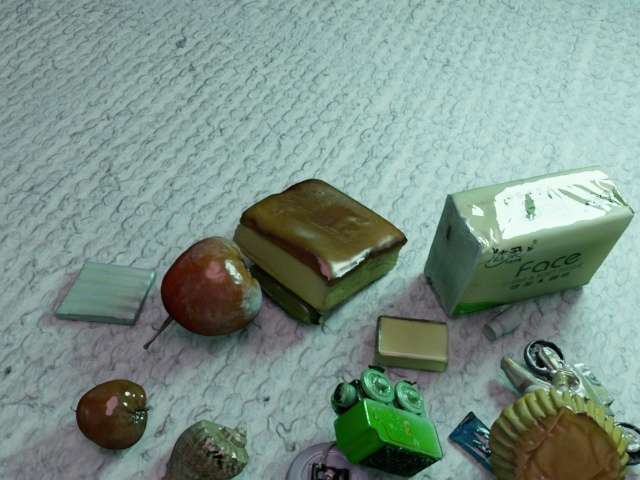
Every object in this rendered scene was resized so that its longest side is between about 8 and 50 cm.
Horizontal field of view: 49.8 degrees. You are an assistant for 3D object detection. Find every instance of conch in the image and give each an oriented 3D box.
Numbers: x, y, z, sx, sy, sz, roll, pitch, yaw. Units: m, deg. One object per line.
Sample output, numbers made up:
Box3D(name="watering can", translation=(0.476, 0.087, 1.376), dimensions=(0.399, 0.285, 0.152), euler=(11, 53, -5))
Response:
Box3D(name="conch", translation=(-0.243, 0.449, 1.442), dimensions=(0.207, 0.130, 0.155), euler=(-37, 23, -4))

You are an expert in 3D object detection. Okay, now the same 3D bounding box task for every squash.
Box3D(name="squash", translation=(-0.086, 0.139, 1.717), dimensions=(0.252, 0.066, 0.066), euler=(38, 58, 26))

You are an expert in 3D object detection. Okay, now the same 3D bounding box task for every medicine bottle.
Box3D(name="medicine bottle", translation=(0.447, 0.206, 1.693), dimensions=(0.089, 0.052, 0.052), euler=(-27, 56, -23))

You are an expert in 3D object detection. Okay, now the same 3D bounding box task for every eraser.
Box3D(name="eraser", translation=(0.216, 0.245, 1.645), dimensions=(0.172, 0.058, 0.117), euler=(6, 49, 2))

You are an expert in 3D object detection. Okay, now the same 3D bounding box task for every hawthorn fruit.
Box3D(name="hawthorn fruit", translation=(-0.267, 0.106, 1.629), dimensions=(0.263, 0.231, 0.235), euler=(6, 38, -4))
Box3D(name="hawthorn fruit", translation=(-0.452, 0.378, 1.456), dimensions=(0.189, 0.149, 0.149), euler=(-25, 52, 6))

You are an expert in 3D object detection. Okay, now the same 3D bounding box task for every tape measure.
Box3D(name="tape measure", translation=(0.017, 0.500, 1.386), dimensions=(0.179, 0.105, 0.196), euler=(-2, 51, -3))

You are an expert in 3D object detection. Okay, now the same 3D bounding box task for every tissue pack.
Box3D(name="tissue pack", translation=(0.494, 0.007, 1.686), dimensions=(0.405, 0.331, 0.205), euler=(-13, 55, -14))
Box3D(name="tissue pack", translation=(0.358, 0.443, 1.503), dimensions=(0.085, 0.027, 0.138), euler=(-36, 56, -28))

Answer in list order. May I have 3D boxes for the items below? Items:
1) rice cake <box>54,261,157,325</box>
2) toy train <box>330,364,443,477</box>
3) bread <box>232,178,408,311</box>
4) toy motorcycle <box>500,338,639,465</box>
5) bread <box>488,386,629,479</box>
Box3D(name="rice cake", translation=(-0.533, 0.130, 1.723), dimensions=(0.198, 0.037, 0.189), euler=(11, 50, 7))
Box3D(name="toy train", translation=(0.133, 0.380, 1.430), dimensions=(0.243, 0.132, 0.188), euler=(27, 35, -31))
Box3D(name="bread", translation=(0.000, 0.000, 1.755), dimensions=(0.333, 0.143, 0.324), euler=(34, 40, 23))
Box3D(name="toy motorcycle", translation=(0.536, 0.375, 1.519), dimensions=(0.223, 0.107, 0.340), euler=(-24, 56, -18))
Box3D(name="bread", translation=(0.469, 0.431, 1.371), dimensions=(0.274, 0.274, 0.149), euler=(24, 8, 17))
